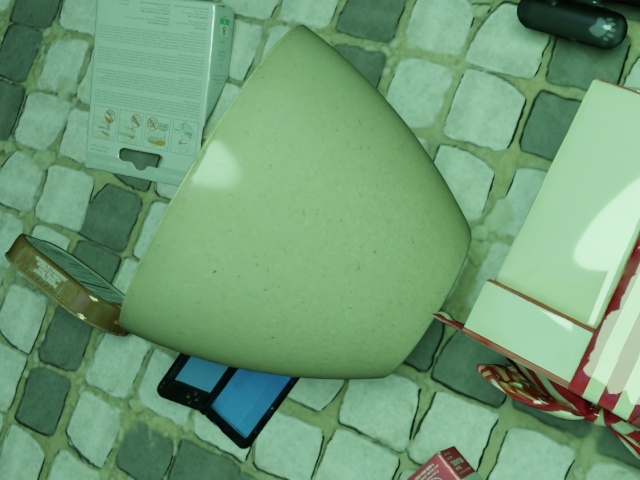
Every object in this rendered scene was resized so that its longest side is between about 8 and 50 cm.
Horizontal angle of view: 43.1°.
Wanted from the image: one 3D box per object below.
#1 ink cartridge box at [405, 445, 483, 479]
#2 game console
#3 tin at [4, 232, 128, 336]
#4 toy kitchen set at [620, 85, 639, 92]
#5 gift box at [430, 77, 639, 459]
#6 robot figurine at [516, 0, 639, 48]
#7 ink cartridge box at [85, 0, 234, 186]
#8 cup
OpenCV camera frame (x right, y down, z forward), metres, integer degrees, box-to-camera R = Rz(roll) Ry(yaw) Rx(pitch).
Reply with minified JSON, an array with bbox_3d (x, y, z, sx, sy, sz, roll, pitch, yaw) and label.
[{"bbox_3d":[0.132,0.293,0.778,0.109,0.063,0.150,-45,68,10],"label":"ink cartridge box"},{"bbox_3d":[-0.100,0.153,0.897,0.122,0.107,0.071,-54,38,6],"label":"game console"},{"bbox_3d":[-0.298,0.051,0.975,0.190,0.106,0.040,33,94,23],"label":"tin"},{"bbox_3d":[0.312,-0.117,0.761,0.075,0.083,0.068,12,86,24],"label":"toy kitchen set"},{"bbox_3d":[0.263,0.041,0.658,0.255,0.276,0.258,27,93,29],"label":"gift box"},{"bbox_3d":[0.277,-0.316,0.764,0.278,0.173,0.209,20,66,24],"label":"robot figurine"},{"bbox_3d":[-0.205,-0.190,1.019,0.181,0.056,0.224,13,105,24],"label":"ink cartridge box"},{"bbox_3d":[0.000,0.000,0.776,0.237,0.331,0.331,31,94,-2],"label":"cup"}]
